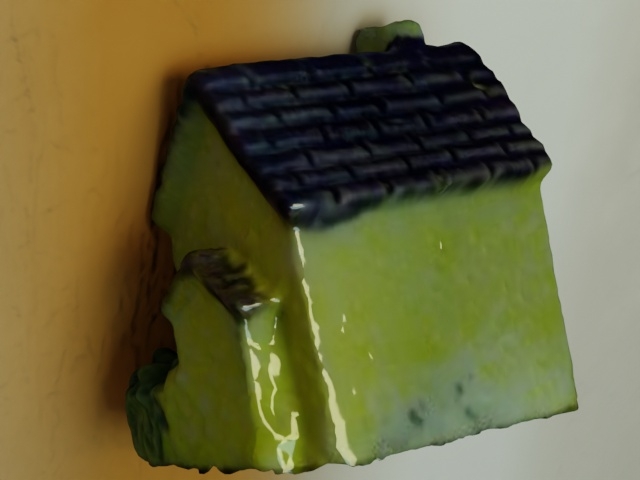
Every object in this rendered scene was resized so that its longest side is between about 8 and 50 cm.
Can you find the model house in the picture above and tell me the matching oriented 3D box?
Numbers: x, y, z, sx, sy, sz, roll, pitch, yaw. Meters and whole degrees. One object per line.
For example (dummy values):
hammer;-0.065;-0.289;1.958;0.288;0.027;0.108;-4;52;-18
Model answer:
model house;0.000;0.000;0.829;0.194;0.170;0.211;-9;93;-36
